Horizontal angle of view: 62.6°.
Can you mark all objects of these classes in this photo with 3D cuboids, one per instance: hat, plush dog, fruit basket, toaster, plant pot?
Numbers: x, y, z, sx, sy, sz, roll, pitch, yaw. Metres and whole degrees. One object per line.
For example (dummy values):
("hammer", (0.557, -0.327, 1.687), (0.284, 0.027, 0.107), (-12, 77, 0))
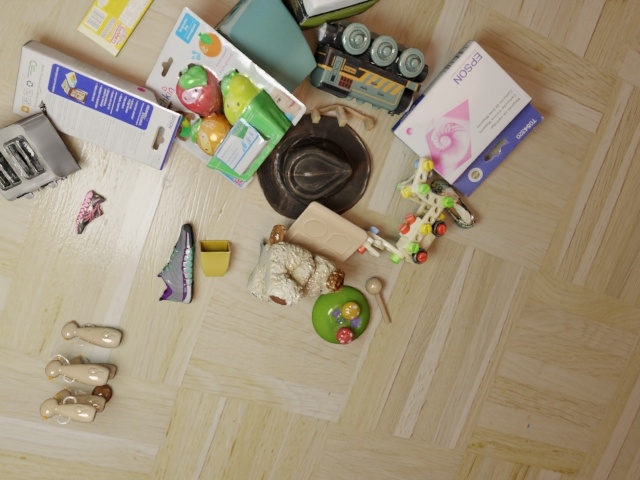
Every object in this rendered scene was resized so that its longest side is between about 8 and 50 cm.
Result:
("hat", (-0.004, -0.194, 1.438), (0.331, 0.134, 0.332), (-2, 100, -13))
("plush dog", (-0.051, 0.085, 1.440), (0.225, 0.262, 0.211), (17, 81, -23))
("fruit basket", (-0.259, -0.318, 1.287), (0.353, 0.166, 0.327), (34, 128, -16))
("toaster", (-0.693, -0.202, 1.242), (0.167, 0.110, 0.186), (-19, 113, 15))
("plant pot", (-0.290, 0.054, 1.445), (0.081, 0.081, 0.083), (-1, 113, -14))
("plant pot", (-0.132, -0.496, 1.334), (0.165, 0.165, 0.234), (-47, 115, -1))

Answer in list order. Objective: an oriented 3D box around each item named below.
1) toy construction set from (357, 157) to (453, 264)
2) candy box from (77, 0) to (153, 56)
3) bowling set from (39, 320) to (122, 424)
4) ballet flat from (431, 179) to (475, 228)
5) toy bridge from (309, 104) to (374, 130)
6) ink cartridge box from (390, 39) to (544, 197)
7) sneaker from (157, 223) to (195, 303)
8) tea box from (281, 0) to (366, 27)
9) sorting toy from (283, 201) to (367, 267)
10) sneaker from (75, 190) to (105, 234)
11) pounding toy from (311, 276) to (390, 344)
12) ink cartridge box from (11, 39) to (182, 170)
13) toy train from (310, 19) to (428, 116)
("toy construction set", (0.248, -0.058, 1.516), (0.328, 0.151, 0.215), (-46, 119, 2))
("candy box", (-0.494, -0.570, 1.295), (0.105, 0.027, 0.206), (34, 92, -20))
("bowling set", (-0.632, 0.378, 1.376), (0.154, 0.287, 0.200), (12, 131, -10))
("ballet flat", (0.409, -0.110, 1.592), (0.070, 0.070, 0.188), (-46, 107, -2))
("toy bridge", (0.056, -0.346, 1.459), (0.188, 0.026, 0.063), (3, 58, -25))
("ink cartridge box", (0.430, -0.332, 1.506), (0.330, 0.071, 0.324), (37, 105, -14))
("sneaker", (-0.392, 0.065, 1.420), (0.098, 0.083, 0.224), (2, 101, -9))
("tea box", (0.005, -0.705, 1.238), (0.219, 0.323, 0.329), (-20, 106, -9))
("sorting toy", (0.000, 0.000, 1.491), (0.193, 0.038, 0.208), (30, 125, -17))
("sneaker", (-0.596, -0.066, 1.364), (0.057, 0.047, 0.119), (22, 96, -28))
("pounding toy", (0.098, 0.225, 1.557), (0.236, 0.110, 0.183), (-20, 105, -9))
("ink cartridge box", (-0.535, -0.319, 1.278), (0.370, 0.069, 0.176), (23, 124, -15))
("toy train", (0.130, -0.459, 1.413), (0.333, 0.142, 0.190), (13, 111, -26))
